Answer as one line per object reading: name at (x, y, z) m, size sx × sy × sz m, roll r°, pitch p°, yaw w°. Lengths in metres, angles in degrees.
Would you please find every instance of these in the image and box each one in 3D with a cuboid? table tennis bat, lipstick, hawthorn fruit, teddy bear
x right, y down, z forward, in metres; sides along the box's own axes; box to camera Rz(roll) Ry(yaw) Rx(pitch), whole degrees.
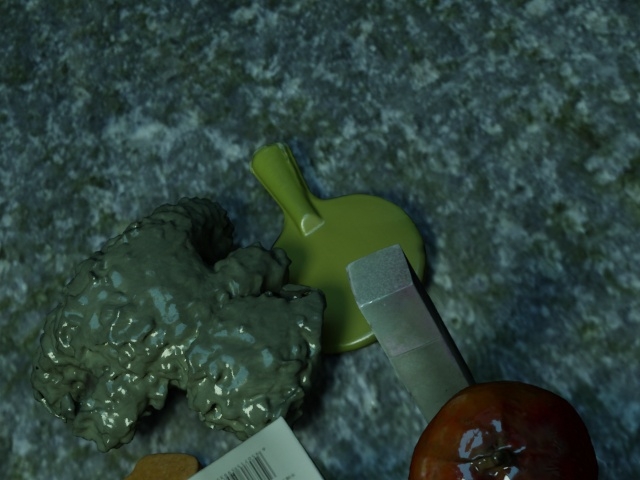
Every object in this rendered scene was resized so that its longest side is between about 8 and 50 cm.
table tennis bat at (0.000, 0.000, 2.170) m, size 0.224 × 0.054 × 0.369 m, roll -36°, pitch 51°, yaw 2°
lipstick at (0.116, 0.128, 1.829) m, size 0.068 × 0.317 × 0.066 m, roll -23°, pitch 47°, yaw 8°
hawthorn fruit at (0.190, 0.244, 1.756) m, size 0.215 × 0.250 × 0.215 m, roll -5°, pitch 69°, yaw 12°
teddy bear at (-0.157, 0.135, 2.067) m, size 0.367 × 0.224 × 0.357 m, roll 36°, pitch 74°, yaw 24°

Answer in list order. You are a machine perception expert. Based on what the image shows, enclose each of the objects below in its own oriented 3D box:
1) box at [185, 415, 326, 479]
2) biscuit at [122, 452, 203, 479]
box at (0.012, 0.385, 1.742) m, size 0.143 × 0.225 × 0.341 m, roll -34°, pitch 47°, yaw -4°
biscuit at (-0.215, 0.401, 1.959) m, size 0.202 × 0.047 × 0.334 m, roll -3°, pitch 53°, yaw 24°
